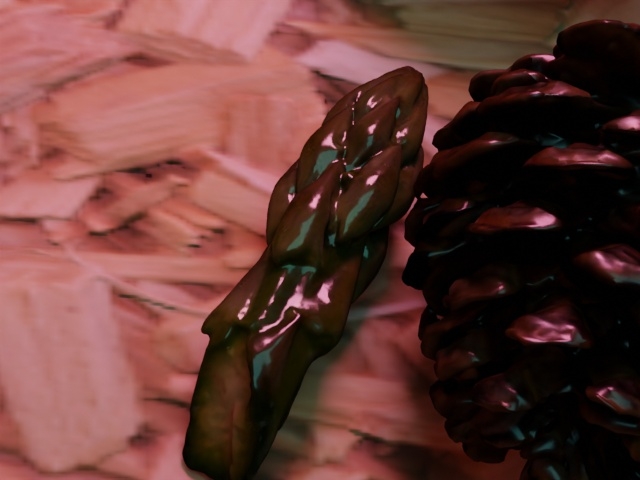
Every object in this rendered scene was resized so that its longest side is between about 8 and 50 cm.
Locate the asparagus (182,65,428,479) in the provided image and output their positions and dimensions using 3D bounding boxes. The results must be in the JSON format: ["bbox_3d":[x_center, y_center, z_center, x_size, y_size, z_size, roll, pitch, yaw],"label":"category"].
[{"bbox_3d":[0.000,0.000,0.819,0.080,0.080,0.287,31,57,-1],"label":"asparagus"}]

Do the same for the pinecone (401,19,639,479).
[{"bbox_3d":[0.151,0.009,0.786,0.224,0.224,0.272,20,62,-8],"label":"pinecone"}]
